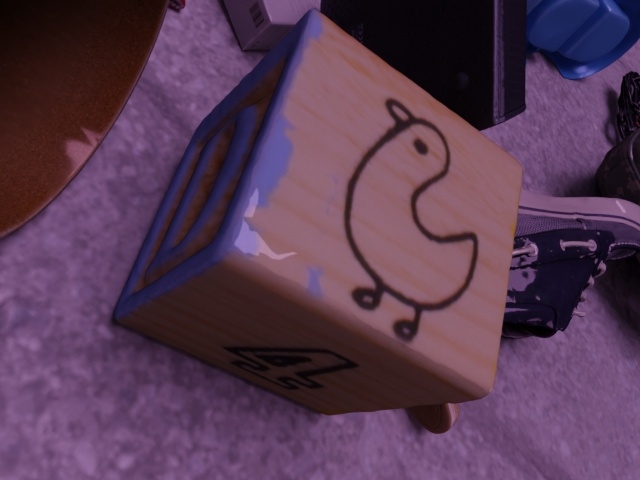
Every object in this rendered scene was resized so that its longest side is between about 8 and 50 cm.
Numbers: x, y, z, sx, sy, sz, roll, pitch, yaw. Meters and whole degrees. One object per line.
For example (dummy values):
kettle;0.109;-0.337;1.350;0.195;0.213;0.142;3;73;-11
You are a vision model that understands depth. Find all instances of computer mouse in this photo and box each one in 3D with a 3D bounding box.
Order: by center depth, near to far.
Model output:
computer mouse;0.643;-0.179;1.181;0.272;0.072;0.188;31;52;-8

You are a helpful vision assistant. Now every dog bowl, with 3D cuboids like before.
dog bowl;0.409;-0.360;1.043;0.297;0.166;0.074;0;55;-39

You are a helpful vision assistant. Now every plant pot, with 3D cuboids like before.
plant pot;-0.251;-0.160;0.364;0.254;0.237;0.237;31;49;-3

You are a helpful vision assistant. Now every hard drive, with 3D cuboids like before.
hard drive;0.078;-0.164;0.560;0.054;0.255;0.171;-3;95;-28

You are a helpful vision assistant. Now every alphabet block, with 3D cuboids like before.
alphabet block;0.000;0.000;0.464;0.197;0.193;0.192;29;61;-24

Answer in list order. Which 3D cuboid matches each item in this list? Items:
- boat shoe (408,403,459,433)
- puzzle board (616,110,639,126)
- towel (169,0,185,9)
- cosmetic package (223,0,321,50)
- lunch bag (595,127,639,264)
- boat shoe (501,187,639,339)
boat shoe;0.094;0.090;0.595;0.059;0.063;0.169;-10;72;-36
puzzle board;0.614;-0.205;1.220;0.128;0.011;0.096;-16;77;-43
towel;-0.231;-0.357;0.604;0.199;0.031;0.274;5;65;-40
cosmetic package;-0.074;-0.320;0.677;0.099;0.060;0.238;-17;84;-41
lunch bag;0.532;-0.028;0.911;0.213;0.256;0.304;-22;79;1
boat shoe;0.270;0.036;0.743;0.341;0.127;0.158;4;70;-29
